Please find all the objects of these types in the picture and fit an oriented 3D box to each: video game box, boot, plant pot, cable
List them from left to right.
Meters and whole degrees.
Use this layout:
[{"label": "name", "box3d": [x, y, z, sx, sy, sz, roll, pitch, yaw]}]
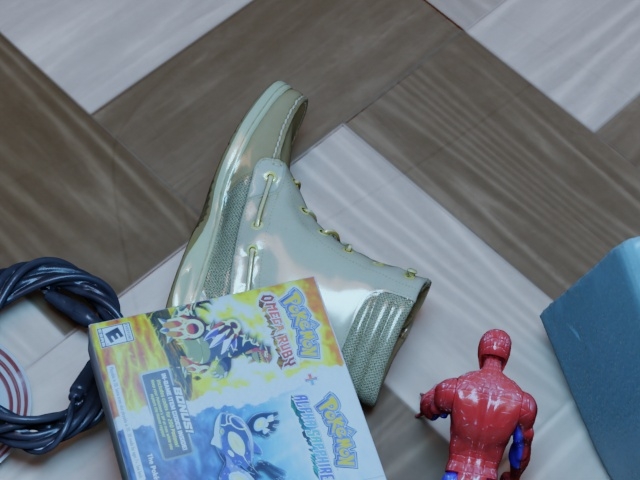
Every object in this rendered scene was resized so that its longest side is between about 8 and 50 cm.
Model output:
[{"label": "cable", "box3d": [-0.228, 0.097, 1.331, 0.150, 0.047, 0.184, -1, 51, -22]}, {"label": "video game box", "box3d": [-0.063, 0.139, 1.227, 0.187, 0.048, 0.205, -11, 60, -16]}, {"label": "boot", "box3d": [0.000, 0.000, 1.380, 0.203, 0.095, 0.262, 16, 64, 9]}, {"label": "plant pot", "box3d": [0.345, 0.123, 1.246, 0.247, 0.247, 0.252, -12, 76, -10]}]

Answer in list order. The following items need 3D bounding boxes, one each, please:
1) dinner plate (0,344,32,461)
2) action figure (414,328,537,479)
[{"label": "dinner plate", "box3d": [-0.307, 0.138, 1.326, 0.141, 0.017, 0.141, 1, 58, -2]}, {"label": "action figure", "box3d": [0.109, 0.210, 1.271, 0.091, 0.139, 0.280, 13, 80, 1]}]
